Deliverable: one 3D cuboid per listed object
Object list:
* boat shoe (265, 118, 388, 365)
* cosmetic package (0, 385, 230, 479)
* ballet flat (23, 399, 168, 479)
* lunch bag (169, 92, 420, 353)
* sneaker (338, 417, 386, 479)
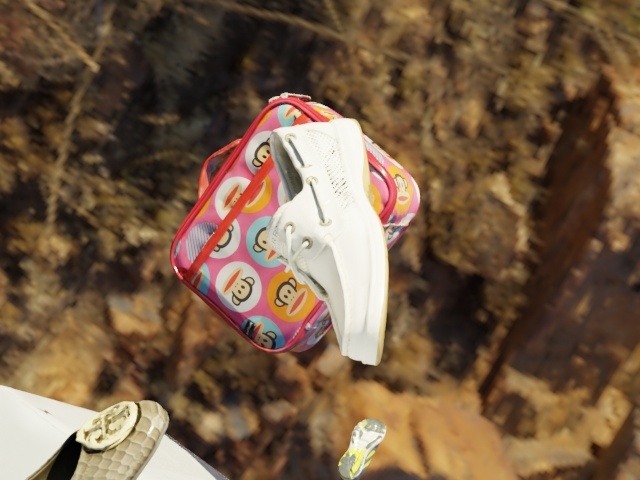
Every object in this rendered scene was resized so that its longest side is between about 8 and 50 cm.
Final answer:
[{"bbox_3d":[0.000,0.000,1.373,0.096,0.277,0.098,0,131,-10],"label":"boat shoe"},{"bbox_3d":[-0.078,0.267,1.263,0.097,0.377,0.284,-57,155,-3],"label":"cosmetic package"},{"bbox_3d":[-0.207,0.187,1.074,0.250,0.084,0.058,-40,107,8],"label":"ballet flat"},{"bbox_3d":[-0.046,-0.030,2.002,0.293,0.258,0.120,-54,160,14],"label":"lunch bag"},{"bbox_3d":[0.040,0.220,1.647,0.083,0.031,0.035,-52,162,-35],"label":"sneaker"}]
